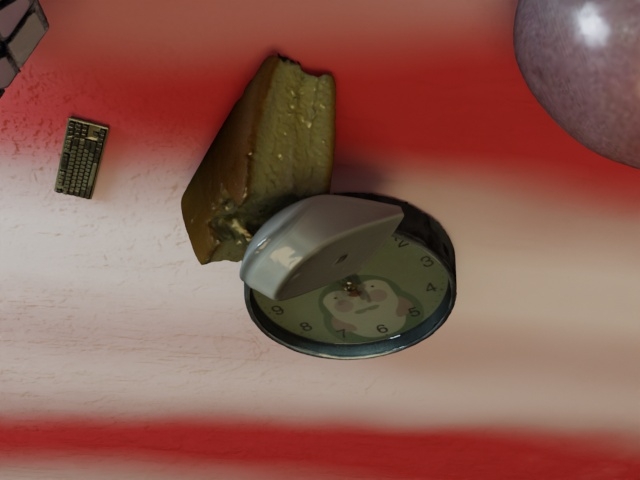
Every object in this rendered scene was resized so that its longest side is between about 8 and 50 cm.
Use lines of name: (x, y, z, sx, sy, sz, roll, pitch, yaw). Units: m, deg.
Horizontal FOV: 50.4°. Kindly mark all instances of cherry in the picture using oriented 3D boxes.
cherry: (0.301, -0.186, 0.616, 0.239, 0.239, 0.206, -9, 138, 9)

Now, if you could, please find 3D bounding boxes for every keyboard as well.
keyboard: (-0.303, -0.101, 0.860, 0.049, 0.015, 0.129, 17, 134, -17)

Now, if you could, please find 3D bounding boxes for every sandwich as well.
sandwich: (-0.065, -0.085, 0.797, 0.122, 0.128, 0.236, 2, 138, -34)

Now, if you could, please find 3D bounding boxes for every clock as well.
clock: (0.042, 0.065, 1.001, 0.318, 0.066, 0.319, 1, 136, 1)

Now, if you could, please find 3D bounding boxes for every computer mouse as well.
computer mouse: (0.000, 0.000, 0.790, 0.231, 0.079, 0.128, -10, 148, -52)

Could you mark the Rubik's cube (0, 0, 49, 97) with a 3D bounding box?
Rubik's cube: (-0.391, -0.223, 0.551, 0.319, 0.264, 0.319, 0, 137, 0)
